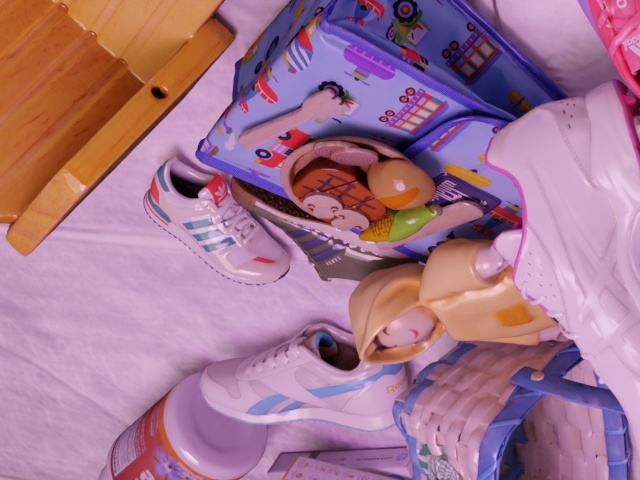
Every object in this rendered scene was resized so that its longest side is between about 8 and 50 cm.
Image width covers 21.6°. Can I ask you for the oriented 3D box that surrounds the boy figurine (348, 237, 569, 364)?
[{"bbox_3d":[0.153,0.049,1.423,0.285,0.092,0.177,-6,153,19],"label":"boy figurine"}]

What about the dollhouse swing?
[{"bbox_3d":[-0.255,-0.228,1.389,0.347,0.315,0.305,44,156,-5],"label":"dollhouse swing"}]

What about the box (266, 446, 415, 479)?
[{"bbox_3d":[0.052,0.287,1.781,0.186,0.038,0.145,-8,120,36],"label":"box"}]

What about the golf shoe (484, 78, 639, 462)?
[{"bbox_3d":[0.213,0.036,1.287,0.140,0.115,0.306,-12,91,16],"label":"golf shoe"}]

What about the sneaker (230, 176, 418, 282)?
[{"bbox_3d":[0.000,0.000,1.555,0.192,0.064,0.086,21,129,13],"label":"sneaker"}]

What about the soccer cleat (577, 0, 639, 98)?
[{"bbox_3d":[0.230,-0.187,1.212,0.318,0.116,0.109,49,135,-11],"label":"soccer cleat"}]

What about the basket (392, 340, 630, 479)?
[{"bbox_3d":[0.220,0.219,1.494,0.289,0.201,0.254,11,130,39],"label":"basket"}]

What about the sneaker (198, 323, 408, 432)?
[{"bbox_3d":[-0.019,0.130,1.671,0.229,0.087,0.092,-1,118,25],"label":"sneaker"}]

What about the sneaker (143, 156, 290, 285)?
[{"bbox_3d":[-0.096,-0.021,1.606,0.161,0.057,0.075,34,142,8],"label":"sneaker"}]

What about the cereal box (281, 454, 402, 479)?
[{"bbox_3d":[0.085,0.319,1.723,0.240,0.047,0.173,11,131,25],"label":"cereal box"}]

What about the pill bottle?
[{"bbox_3d":[-0.157,0.237,1.816,0.121,0.121,0.216,42,137,-4],"label":"pill bottle"}]

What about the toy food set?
[{"bbox_3d":[0.029,-0.040,1.363,0.132,0.038,0.192,-22,134,41],"label":"toy food set"}]

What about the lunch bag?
[{"bbox_3d":[0.083,-0.091,1.405,0.293,0.138,0.221,32,140,-14],"label":"lunch bag"}]
